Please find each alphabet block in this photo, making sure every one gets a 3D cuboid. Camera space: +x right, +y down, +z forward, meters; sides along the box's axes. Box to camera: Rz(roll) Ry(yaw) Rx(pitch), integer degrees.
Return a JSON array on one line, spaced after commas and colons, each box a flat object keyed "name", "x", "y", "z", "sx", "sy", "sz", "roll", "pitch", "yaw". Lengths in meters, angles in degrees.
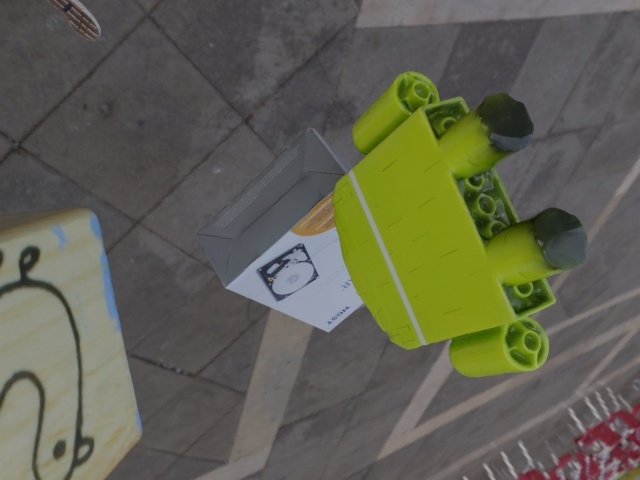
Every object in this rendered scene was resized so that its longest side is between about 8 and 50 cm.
[{"name": "alphabet block", "x": -0.252, "y": 0.091, "z": 0.395, "sx": 0.194, "sy": 0.192, "sz": 0.197, "roll": -7, "pitch": -168, "yaw": 12}]

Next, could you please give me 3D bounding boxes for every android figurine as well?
[{"name": "android figurine", "x": 0.091, "y": -0.003, "z": 0.531, "sx": 0.056, "sy": 0.248, "sz": 0.273, "roll": -19, "pitch": 170, "yaw": -25}]

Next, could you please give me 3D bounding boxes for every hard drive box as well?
[{"name": "hard drive box", "x": 0.000, "y": 0.000, "z": 0.776, "sx": 0.181, "sy": 0.089, "sz": 0.232, "roll": -42, "pitch": 146, "yaw": 11}]

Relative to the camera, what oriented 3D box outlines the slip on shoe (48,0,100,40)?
[{"name": "slip on shoe", "x": -0.482, "y": -0.452, "z": 1.260, "sx": 0.052, "sy": 0.041, "sz": 0.135, "roll": -27, "pitch": 133, "yaw": 24}]
